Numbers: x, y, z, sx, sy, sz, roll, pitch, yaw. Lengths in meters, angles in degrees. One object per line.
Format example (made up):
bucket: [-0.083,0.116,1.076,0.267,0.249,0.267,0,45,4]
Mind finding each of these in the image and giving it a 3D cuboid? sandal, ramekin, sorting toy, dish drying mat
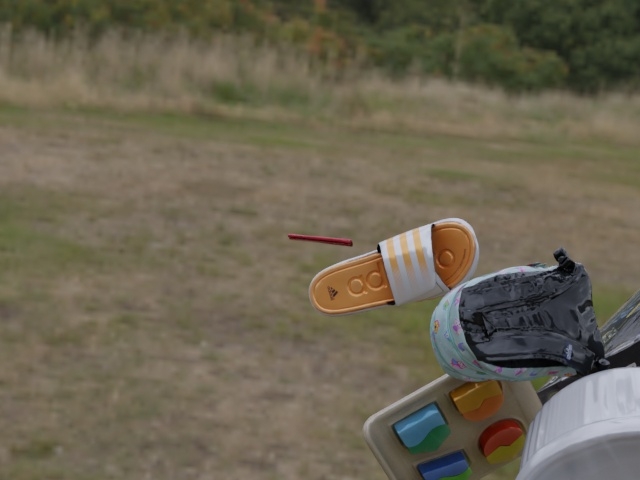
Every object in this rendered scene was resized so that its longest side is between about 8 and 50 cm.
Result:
sandal: [0.095,0.051,2.102,0.265,0.102,0.076,-22,-6,21]
ramekin: [0.339,0.254,1.632,0.273,0.272,0.127,7,39,-1]
sorting toy: [0.171,0.232,1.815,0.208,0.193,0.038,-32,41,-2]
dish drying mat: [0.000,0.000,1.982,0.083,0.008,0.032,5,-6,7]

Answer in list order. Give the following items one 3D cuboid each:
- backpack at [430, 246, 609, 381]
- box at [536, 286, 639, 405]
backpack: [0.217,0.099,1.699,0.182,0.151,0.115,-5,-20,-25]
box: [0.556,0.126,2.392,0.395,0.097,0.318,-37,2,-41]
